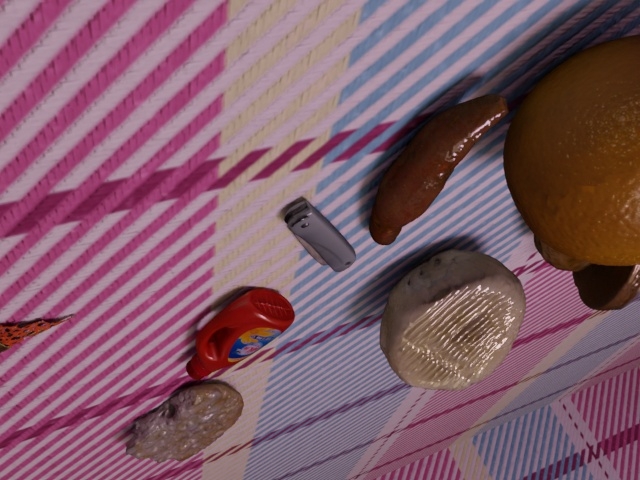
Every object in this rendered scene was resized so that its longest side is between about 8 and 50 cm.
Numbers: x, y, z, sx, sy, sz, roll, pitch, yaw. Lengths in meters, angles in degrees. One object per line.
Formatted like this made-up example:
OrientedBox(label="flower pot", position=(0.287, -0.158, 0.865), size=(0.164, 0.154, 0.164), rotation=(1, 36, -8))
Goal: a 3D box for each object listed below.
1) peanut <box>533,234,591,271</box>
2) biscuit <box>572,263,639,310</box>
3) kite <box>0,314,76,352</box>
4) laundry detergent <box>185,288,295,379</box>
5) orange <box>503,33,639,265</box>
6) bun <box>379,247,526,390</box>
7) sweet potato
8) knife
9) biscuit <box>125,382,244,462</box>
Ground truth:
OrientedBox(label="peanut", position=(0.336, -0.030, 0.882), size=(0.108, 0.095, 0.226), rotation=(-44, 147, 0))
OrientedBox(label="biscuit", position=(0.425, 0.007, 0.935), size=(0.049, 0.181, 0.208), rotation=(9, 141, -5))
OrientedBox(label="kite", position=(-0.360, 0.110, 0.621), size=(0.222, 0.008, 0.125), rotation=(2, 144, -42))
OrientedBox(label="laundry detergent", position=(-0.113, 0.122, 0.806), size=(0.165, 0.049, 0.097), rotation=(-40, 143, 26))
OrientedBox(label="orange", position=(0.293, -0.083, 0.624), size=(0.236, 0.236, 0.236), rotation=(-20, 152, -11))
OrientedBox(label="bun", position=(0.183, 0.102, 0.931), size=(0.220, 0.134, 0.220), rotation=(-10, 121, -16))
OrientedBox(label="sweet potato", position=(0.095, -0.057, 0.669), size=(0.078, 0.058, 0.255), rotation=(-33, 164, -36))
OrientedBox(label="knife", position=(0.000, 0.000, 0.719), size=(0.044, 0.023, 0.162), rotation=(-27, 153, 10))
OrientedBox(label="biscuit", position=(-0.211, 0.287, 1.014), size=(0.188, 0.040, 0.265), rotation=(-10, 147, -30))
